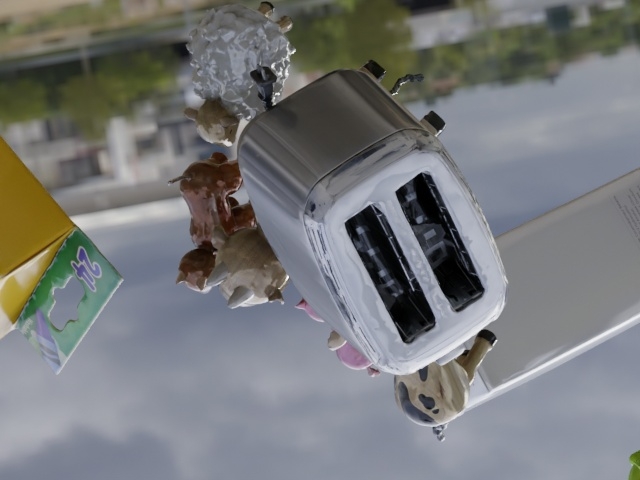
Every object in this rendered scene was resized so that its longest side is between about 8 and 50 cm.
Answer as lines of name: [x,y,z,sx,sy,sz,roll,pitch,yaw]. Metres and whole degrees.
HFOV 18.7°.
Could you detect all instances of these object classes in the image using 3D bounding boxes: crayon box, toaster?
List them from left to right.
crayon box: [-0.310,-0.032,1.514,0.083,0.323,0.203,-38,174,-33]
toaster: [0.037,-0.016,1.336,0.129,0.227,0.146,-32,-149,-9]

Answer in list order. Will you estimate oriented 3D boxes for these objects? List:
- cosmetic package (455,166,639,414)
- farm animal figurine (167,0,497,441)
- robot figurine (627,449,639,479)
cosmetic package: [0.265,0.051,2.146,0.365,0.155,0.197,-24,172,-24]
farm animal figurine: [0.000,0.000,1.639,0.330,0.327,0.172,29,-138,17]
robot figurine: [0.358,0.254,1.989,0.067,0.101,0.115,-46,142,16]
